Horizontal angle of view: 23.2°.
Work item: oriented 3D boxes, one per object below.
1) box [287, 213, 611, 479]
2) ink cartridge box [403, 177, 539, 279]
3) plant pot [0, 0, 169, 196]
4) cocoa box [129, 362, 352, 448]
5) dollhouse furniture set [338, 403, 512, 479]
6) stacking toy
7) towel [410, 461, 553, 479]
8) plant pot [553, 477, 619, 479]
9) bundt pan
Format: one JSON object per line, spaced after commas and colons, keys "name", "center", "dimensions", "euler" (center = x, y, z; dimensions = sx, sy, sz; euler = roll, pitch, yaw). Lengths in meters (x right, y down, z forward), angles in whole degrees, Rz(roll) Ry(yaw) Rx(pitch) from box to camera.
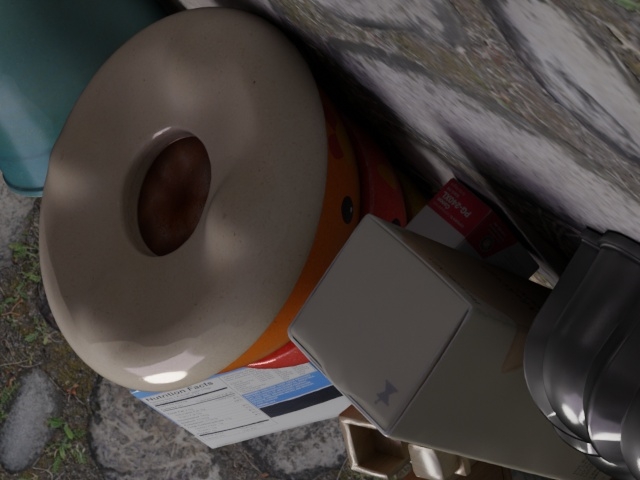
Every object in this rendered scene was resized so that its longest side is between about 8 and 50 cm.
{"name": "box", "center": [0.138, 0.098, 1.276], "dimensions": [0.311, 0.121, 0.148], "euler": [20, -163, -48]}
{"name": "ink cartridge box", "center": [0.102, 0.038, 1.356], "dimensions": [0.063, 0.150, 0.109], "euler": [44, 180, 42]}
{"name": "plant pot", "center": [-0.306, -0.231, 1.757], "dimensions": [0.255, 0.272, 0.272], "euler": [59, 168, -30]}
{"name": "cocoa box", "center": [-0.106, 0.052, 2.002], "dimensions": [0.228, 0.231, 0.347], "euler": [45, -148, -55]}
{"name": "dollhouse furniture set", "center": [0.228, 0.264, 1.382], "dimensions": [0.355, 0.174, 0.303], "euler": [7, 120, 42]}
{"name": "stacking toy", "center": [0.000, 0.000, 1.526], "dimensions": [0.480, 0.350, 0.350], "euler": [17, -165, -46]}
{"name": "towel", "center": [0.255, 0.248, 1.735], "dimensions": [0.374, 0.090, 0.320], "euler": [41, -151, -4]}
{"name": "plant pot", "center": [0.314, 0.244, 1.470], "dimensions": [0.230, 0.215, 0.215], "euler": [55, 176, -2]}
{"name": "bundt pan", "center": [0.273, 0.144, 1.087], "dimensions": [0.331, 0.124, 0.331], "euler": [40, 177, 3]}
